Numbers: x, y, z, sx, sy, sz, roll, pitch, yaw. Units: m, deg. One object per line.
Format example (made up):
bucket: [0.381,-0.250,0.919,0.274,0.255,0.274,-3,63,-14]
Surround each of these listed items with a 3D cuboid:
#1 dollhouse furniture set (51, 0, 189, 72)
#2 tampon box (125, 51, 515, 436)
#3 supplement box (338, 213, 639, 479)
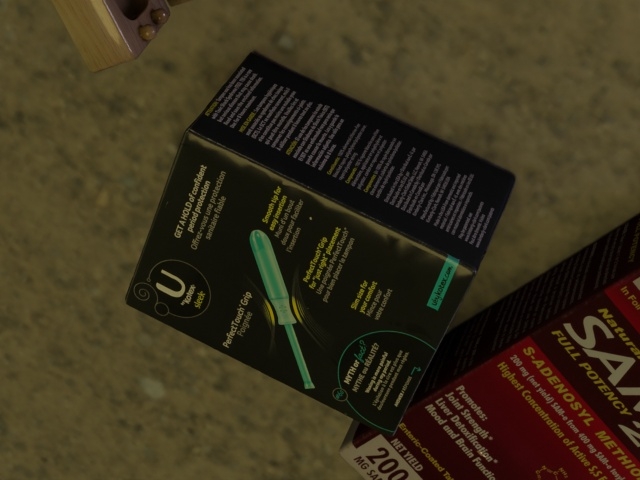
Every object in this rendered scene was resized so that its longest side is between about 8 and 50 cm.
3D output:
dollhouse furniture set: [-0.060,-0.186,0.767,0.123,0.151,0.144,-15,116,26]
tampon box: [0.000,0.000,0.887,0.161,0.101,0.120,26,124,3]
supplement box: [0.142,0.089,0.910,0.239,0.073,0.130,-36,103,31]
